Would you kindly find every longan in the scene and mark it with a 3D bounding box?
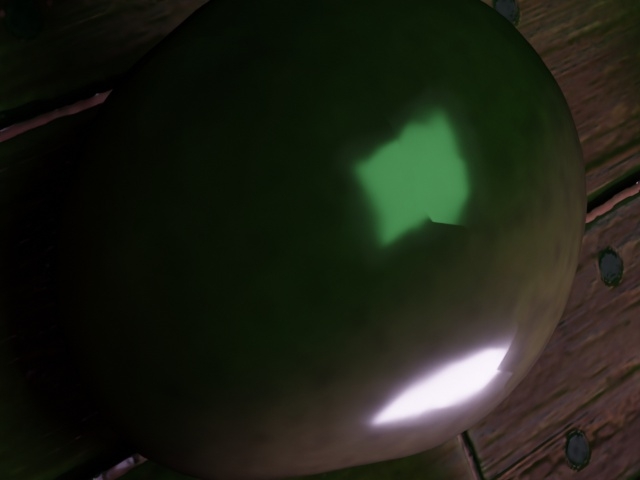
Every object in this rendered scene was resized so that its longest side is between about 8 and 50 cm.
[{"bbox_3d":[0.000,0.000,0.860,0.248,0.248,0.248,11,74,-42],"label":"longan"}]
